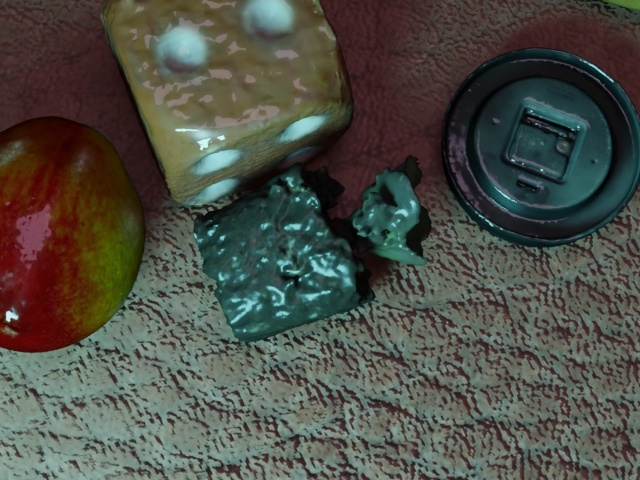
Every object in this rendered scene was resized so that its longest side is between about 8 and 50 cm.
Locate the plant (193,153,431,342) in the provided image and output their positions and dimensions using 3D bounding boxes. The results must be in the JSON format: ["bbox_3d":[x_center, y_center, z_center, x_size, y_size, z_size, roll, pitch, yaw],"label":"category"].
[{"bbox_3d":[0.000,0.000,1.316,0.203,0.142,0.131,-17,83,-2],"label":"plant"}]

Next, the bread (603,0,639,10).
[{"bbox_3d":[0.281,-0.274,1.437,0.189,0.077,0.114,19,95,1],"label":"bread"}]

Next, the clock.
[{"bbox_3d":[0.198,-0.082,1.400,0.184,0.040,0.184,1,75,-3],"label":"clock"}]

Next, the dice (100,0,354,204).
[{"bbox_3d":[-0.078,-0.145,1.335,0.179,0.174,0.175,-19,76,-6],"label":"dice"}]

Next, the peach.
[{"bbox_3d":[-0.238,0.003,1.282,0.197,0.197,0.197,1,75,-3],"label":"peach"}]
